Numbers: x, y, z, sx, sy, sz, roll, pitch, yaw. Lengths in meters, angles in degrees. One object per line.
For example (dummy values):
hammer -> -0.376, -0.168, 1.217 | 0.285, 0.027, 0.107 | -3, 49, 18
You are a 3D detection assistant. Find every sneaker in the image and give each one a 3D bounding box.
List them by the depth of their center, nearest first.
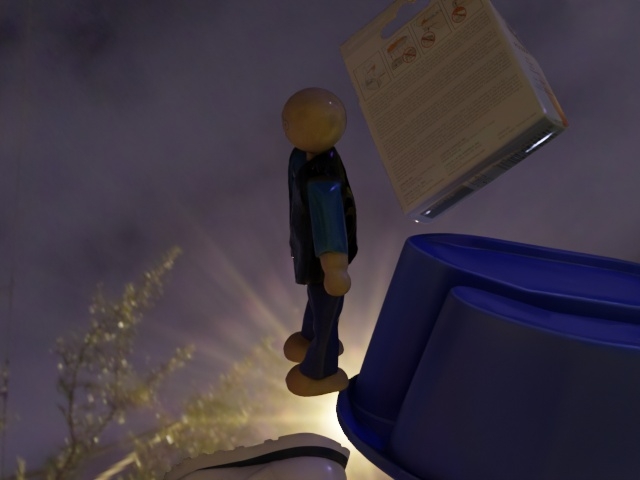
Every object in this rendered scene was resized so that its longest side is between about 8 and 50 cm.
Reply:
sneaker -> -0.074, 0.254, 1.062 | 0.235, 0.095, 0.090 | -25, -40, 36

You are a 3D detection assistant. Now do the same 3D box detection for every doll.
doll -> 0.000, 0.000, 0.666 | 0.046, 0.129, 0.189 | -2, -63, -4

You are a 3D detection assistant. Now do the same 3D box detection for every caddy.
caddy -> 0.184, 0.120, 0.810 | 0.341, 0.241, 0.179 | 9, -74, -13

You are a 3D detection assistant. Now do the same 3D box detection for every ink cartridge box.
ink cartridge box -> 0.102, -0.124, 0.908 | 0.145, 0.179, 0.045 | -36, -34, 29
